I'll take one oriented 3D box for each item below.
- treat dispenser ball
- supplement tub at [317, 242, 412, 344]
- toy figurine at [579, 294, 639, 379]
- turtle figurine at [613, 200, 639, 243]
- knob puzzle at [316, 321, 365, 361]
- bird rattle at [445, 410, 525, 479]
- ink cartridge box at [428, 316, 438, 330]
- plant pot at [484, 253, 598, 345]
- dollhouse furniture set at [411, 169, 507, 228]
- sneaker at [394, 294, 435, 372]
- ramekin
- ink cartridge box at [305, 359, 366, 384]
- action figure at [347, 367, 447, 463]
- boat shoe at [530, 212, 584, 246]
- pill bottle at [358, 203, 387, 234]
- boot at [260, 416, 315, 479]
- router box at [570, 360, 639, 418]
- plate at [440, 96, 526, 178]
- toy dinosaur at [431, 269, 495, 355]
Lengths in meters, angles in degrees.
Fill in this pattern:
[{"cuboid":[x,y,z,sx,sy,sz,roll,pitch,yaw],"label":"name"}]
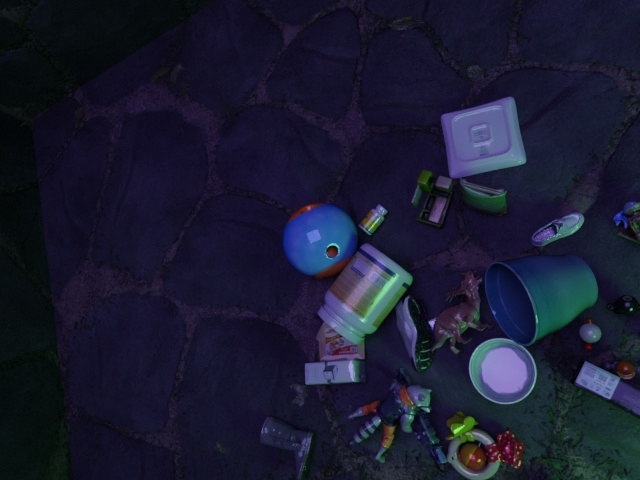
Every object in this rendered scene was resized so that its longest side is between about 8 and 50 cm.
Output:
[{"cuboid":[0.000,0.000,1.964,0.288,0.288,0.288,-6,75,22],"label":"treat dispenser ball"},{"cuboid":[0.158,0.193,1.877,0.228,0.228,0.316,38,92,26],"label":"supplement tub"},{"cuboid":[0.919,0.294,1.569,0.213,0.148,0.209,-39,65,10],"label":"toy figurine"},{"cuboid":[1.069,-0.039,1.562,0.275,0.198,0.266,-28,71,19],"label":"turtle figurine"},{"cuboid":[0.080,0.365,1.980,0.213,0.030,0.213,-6,65,12],"label":"knob puzzle"},{"cuboid":[0.519,0.679,1.688,0.254,0.143,0.207,27,100,14],"label":"bird rattle"},{"cuboid":[0.435,0.294,1.846,0.083,0.028,0.048,-27,68,15],"label":"ink cartridge box"},{"cuboid":[0.703,0.163,1.626,0.255,0.271,0.271,-16,69,-10],"label":"plant pot"},{"cuboid":[0.490,-0.118,1.831,0.302,0.197,0.151,19,84,27],"label":"dollhouse furniture set"},{"cuboid":[0.332,0.335,1.856,0.108,0.100,0.271,-24,72,52],"label":"sneaker"},{"cuboid":[0.598,0.425,1.698,0.207,0.109,0.207,-6,75,22],"label":"ramekin"},{"cuboid":[0.057,0.486,1.901,0.191,0.139,0.082,-11,71,20],"label":"ink cartridge box"},{"cuboid":[0.263,0.621,1.748,0.330,0.179,0.341,-52,49,24],"label":"action figure"},{"cuboid":[0.800,-0.042,1.752,0.184,0.063,0.066,-25,68,17],"label":"boat shoe"},{"cuboid":[0.208,-0.082,2.019,0.065,0.065,0.116,43,95,26],"label":"pill bottle"},{"cuboid":[-0.134,0.779,1.947,0.209,0.076,0.189,7,65,18],"label":"boot"},{"cuboid":[0.892,0.456,1.488,0.309,0.243,0.081,26,88,27],"label":"router box"},{"cuboid":[0.602,-0.390,1.937,0.277,0.045,0.278,-10,74,20],"label":"plate"},{"cuboid":[0.461,0.258,1.768,0.296,0.127,0.200,-38,63,-6],"label":"toy dinosaur"}]
